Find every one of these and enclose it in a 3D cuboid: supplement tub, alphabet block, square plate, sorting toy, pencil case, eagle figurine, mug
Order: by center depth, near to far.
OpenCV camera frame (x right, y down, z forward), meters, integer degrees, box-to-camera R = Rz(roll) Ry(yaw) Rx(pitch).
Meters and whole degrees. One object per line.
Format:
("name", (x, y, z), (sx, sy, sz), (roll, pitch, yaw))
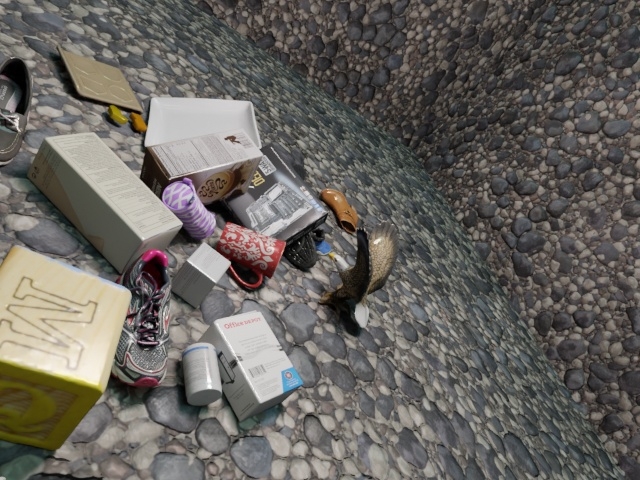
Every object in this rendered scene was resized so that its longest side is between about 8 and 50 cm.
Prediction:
("alphabet block", (-0.429, 0.164, 0.715), (0.193, 0.192, 0.197), (27, 30, -26))
("supplement tub", (-0.240, 0.268, 0.956), (0.071, 0.071, 0.107), (21, 34, -38))
("pencil case", (-0.329, -0.077, 1.204), (0.086, 0.206, 0.088), (18, 70, 9))
("mug", (-0.197, 0.035, 1.289), (0.169, 0.113, 0.150), (24, 43, -8))
("eagle figurine", (0.122, 0.096, 1.449), (0.225, 0.298, 0.226), (29, 30, -28))
("sorting toy", (-0.660, -0.452, 1.452), (0.229, 0.041, 0.307), (7, 44, -56))
("square plate", (-0.383, -0.375, 1.557), (0.346, 0.049, 0.344), (-2, 41, -14))

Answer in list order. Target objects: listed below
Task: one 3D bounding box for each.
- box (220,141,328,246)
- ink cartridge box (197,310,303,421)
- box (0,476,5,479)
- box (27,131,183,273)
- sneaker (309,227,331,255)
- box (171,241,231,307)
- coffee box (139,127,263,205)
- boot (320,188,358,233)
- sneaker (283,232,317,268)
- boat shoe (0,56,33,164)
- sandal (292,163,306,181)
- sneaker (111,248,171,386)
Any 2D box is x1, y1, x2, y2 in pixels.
("box", (-0.163, -0.126, 1.474), (0.242, 0.077, 0.308), (-33, 75, -21))
("ink cartridge box", (-0.156, 0.270, 1.050), (0.148, 0.086, 0.203), (-2, 51, -54))
("box", (-0.439, 0.386, 0.525), (0.087, 0.058, 0.232), (26, 33, -32))
("box", (-0.484, -0.090, 1.075), (0.311, 0.121, 0.148), (46, 27, 4))
("sneaker", (0.000, 0.001, 1.655), (0.152, 0.084, 0.058), (17, 37, -42))
("box", (-0.286, 0.081, 1.125), (0.087, 0.102, 0.101), (38, 27, -8))
("coffee box", (-0.324, -0.185, 1.288), (0.297, 0.168, 0.119), (-25, 70, -40))
("boot", (0.081, -0.124, 1.964), (0.197, 0.073, 0.152), (31, 34, -19))
("sneaker", (-0.090, -0.035, 1.569), (0.286, 0.109, 0.130), (59, 12, 14))
("boat shoe", (-0.727, -0.310, 1.082), (0.112, 0.095, 0.335), (19, 35, -40))
("sandal", (-0.097, -0.243, 1.932), (0.067, 0.040, 0.179), (23, 48, -26))
("sneaker", (-0.351, 0.146, 0.933), (0.120, 0.112, 0.299), (20, 36, -39))
